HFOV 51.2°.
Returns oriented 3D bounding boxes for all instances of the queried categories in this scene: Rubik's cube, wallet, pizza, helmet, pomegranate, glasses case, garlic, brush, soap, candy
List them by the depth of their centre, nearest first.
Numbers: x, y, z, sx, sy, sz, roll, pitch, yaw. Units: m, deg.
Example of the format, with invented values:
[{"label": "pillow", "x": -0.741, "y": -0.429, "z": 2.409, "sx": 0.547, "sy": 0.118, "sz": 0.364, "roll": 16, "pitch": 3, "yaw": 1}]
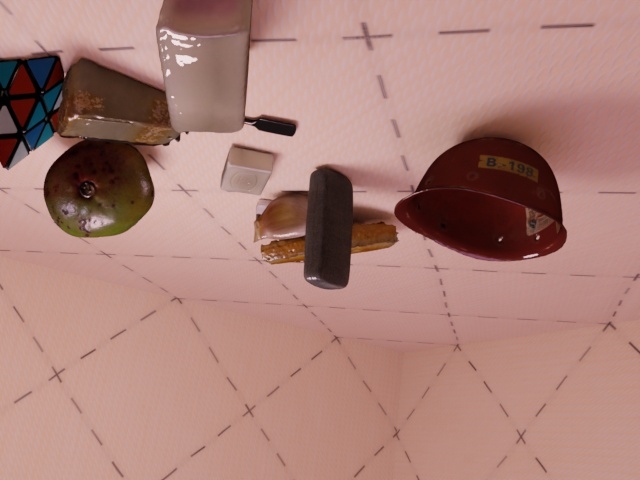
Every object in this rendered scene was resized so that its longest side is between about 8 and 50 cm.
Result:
[{"label": "candy", "x": -0.192, "y": -0.347, "z": 1.159, "sx": 0.145, "sy": 0.207, "sz": 0.358, "roll": 3, "pitch": 160, "yaw": -7}, {"label": "Rubik's cube", "x": -0.659, "y": -0.271, "z": 1.498, "sx": 0.250, "sy": 0.234, "sz": 0.284, "roll": -12, "pitch": 153, "yaw": 42}, {"label": "helmet", "x": 0.384, "y": -0.121, "z": 1.549, "sx": 0.385, "sy": 0.230, "sz": 0.337, "roll": 14, "pitch": 160, "yaw": 7}, {"label": "brush", "x": -0.154, "y": -0.282, "z": 1.606, "sx": 0.194, "sy": 0.016, "sz": 0.063, "roll": 9, "pitch": 160, "yaw": -7}, {"label": "glasses case", "x": 0.023, "y": -0.030, "z": 1.796, "sx": 0.074, "sy": 0.323, "sz": 0.131, "roll": -11, "pitch": 157, "yaw": 38}, {"label": "soap", "x": -0.203, "y": -0.188, "z": 1.826, "sx": 0.122, "sy": 0.063, "sz": 0.183, "roll": 9, "pitch": 162, "yaw": -12}, {"label": "pomegranate", "x": -0.600, "y": -0.124, "z": 1.836, "sx": 0.291, "sy": 0.290, "sz": 0.323, "roll": 10, "pitch": 161, "yaw": -7}, {"label": "garlic", "x": -0.060, "y": -0.069, "z": 1.980, "sx": 0.267, "sy": 0.148, "sz": 0.129, "roll": -5, "pitch": 171, "yaw": 32}, {"label": "wallet", "x": -0.110, "y": -0.091, "z": 2.117, "sx": 0.190, "sy": 0.033, "sz": 0.095, "roll": 10, "pitch": 162, "yaw": -4}, {"label": "pizza", "x": 0.000, "y": 0.000, "z": 2.168, "sx": 0.440, "sy": 0.130, "sz": 0.406, "roll": -8, "pitch": 179, "yaw": -13}]

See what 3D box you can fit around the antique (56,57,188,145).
[{"label": "antique", "x": -0.441, "y": -0.292, "z": 1.528, "sx": 0.284, "sy": 0.150, "sz": 0.125, "roll": 10, "pitch": 162, "yaw": -32}]
